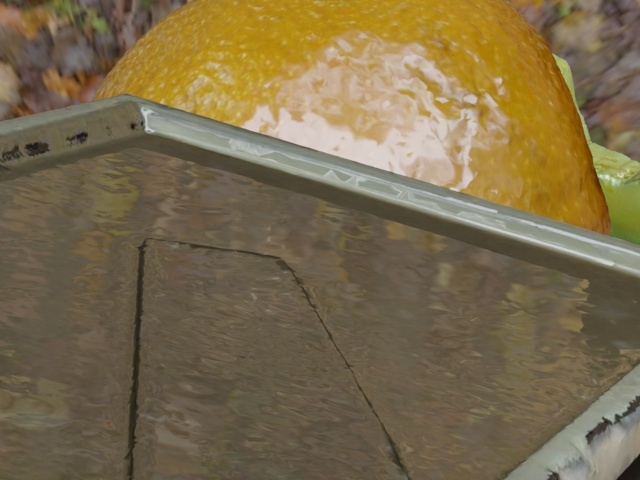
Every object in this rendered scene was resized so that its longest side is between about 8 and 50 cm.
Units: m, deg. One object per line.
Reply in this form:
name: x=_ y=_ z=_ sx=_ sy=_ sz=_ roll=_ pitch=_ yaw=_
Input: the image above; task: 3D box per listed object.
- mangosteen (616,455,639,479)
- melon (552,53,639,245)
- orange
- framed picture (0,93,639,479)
mangosteen: x=0.326 y=0.280 z=1.658 sx=0.311 sy=0.311 sz=0.311 roll=0 pitch=88 yaw=-4
melon: x=0.216 y=-0.066 z=1.569 sx=0.209 sy=0.118 sz=0.064 roll=31 pitch=48 yaw=18
orange: x=0.000 y=0.000 z=0.896 sx=0.264 sy=0.264 sz=0.264 roll=0 pitch=88 yaw=-4
framed picture: x=-0.029 y=0.016 z=0.486 sx=0.232 sy=0.315 sz=0.024 roll=17 pitch=106 yaw=21
